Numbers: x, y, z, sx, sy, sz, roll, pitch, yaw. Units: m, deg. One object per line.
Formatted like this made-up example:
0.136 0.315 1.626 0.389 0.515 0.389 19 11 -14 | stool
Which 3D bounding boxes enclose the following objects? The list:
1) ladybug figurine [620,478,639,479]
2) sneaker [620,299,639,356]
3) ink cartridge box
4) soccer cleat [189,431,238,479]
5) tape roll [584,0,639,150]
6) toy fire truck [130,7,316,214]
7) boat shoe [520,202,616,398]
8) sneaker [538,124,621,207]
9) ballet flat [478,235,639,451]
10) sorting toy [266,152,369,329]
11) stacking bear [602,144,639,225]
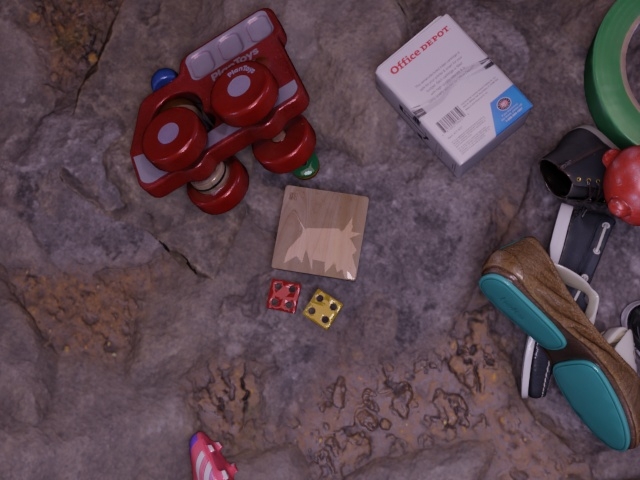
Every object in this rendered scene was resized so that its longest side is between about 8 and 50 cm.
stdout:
0.501 0.481 1.244 0.449 0.162 0.305 8 79 11 | ladybug figurine
0.520 0.189 1.344 0.078 0.106 0.234 -30 79 0 | sneaker
0.204 -0.225 1.454 0.148 0.086 0.203 -39 78 -3 | ink cartridge box
-0.152 0.408 1.381 0.095 0.083 0.248 -27 82 5 | soccer cleat
0.574 -0.257 1.432 0.321 0.077 0.321 -1 79 5 | tape roll
-0.164 -0.206 1.453 0.302 0.169 0.254 -30 53 10 | toy fire truck
0.363 0.093 1.372 0.091 0.114 0.302 14 82 13 | boat shoe
0.431 -0.069 1.390 0.222 0.083 0.118 41 56 19 | sneaker
0.355 0.131 1.282 0.124 0.116 0.342 -44 99 -25 | ballet flat
0.000 0.000 1.452 0.132 0.046 0.274 8 80 6 | sorting toy
0.535 -0.075 1.282 0.289 0.164 0.175 0 69 2 | stacking bear
